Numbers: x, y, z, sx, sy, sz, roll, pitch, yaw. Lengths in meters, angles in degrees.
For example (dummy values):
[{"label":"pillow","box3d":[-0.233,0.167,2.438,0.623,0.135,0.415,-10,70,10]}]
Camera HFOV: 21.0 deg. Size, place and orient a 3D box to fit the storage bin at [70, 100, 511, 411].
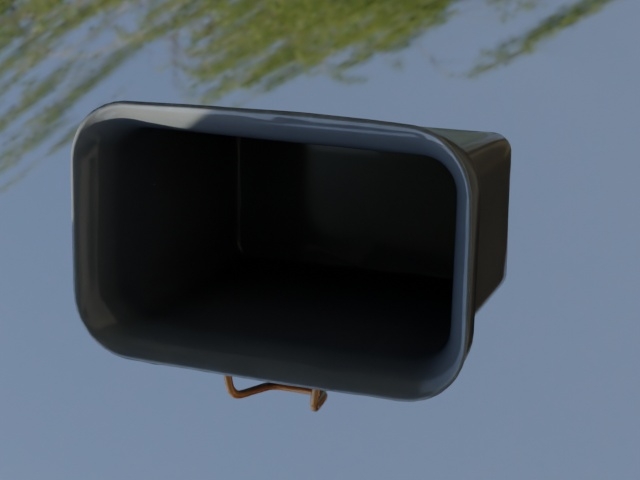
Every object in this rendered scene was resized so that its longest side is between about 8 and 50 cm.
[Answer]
[{"label":"storage bin","box3d":[0.000,0.000,0.569,0.091,0.135,0.098,-25,-61,-63]}]
